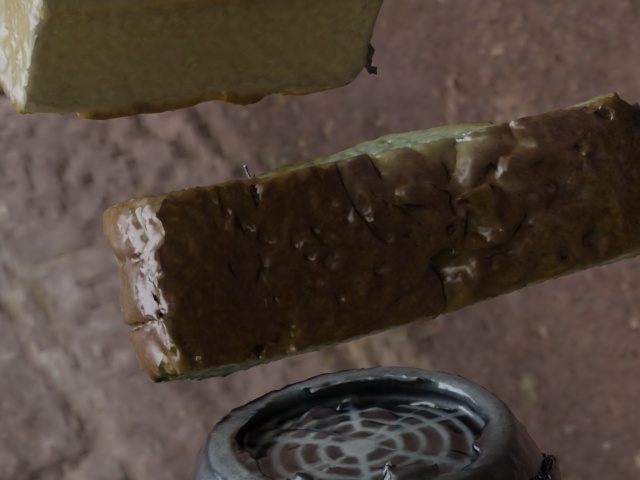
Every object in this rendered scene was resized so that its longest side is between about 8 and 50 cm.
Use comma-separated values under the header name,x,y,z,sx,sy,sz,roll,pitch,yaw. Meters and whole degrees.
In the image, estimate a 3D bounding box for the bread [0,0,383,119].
name,x,y,z,sx,sy,sz,roll,pitch,yaw
bread,-0.115,-0.244,1.280,0.279,0.279,0.207,58,147,35

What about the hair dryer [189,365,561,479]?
name,x,y,z,sx,sy,sz,roll,pitch,yaw
hair dryer,0.139,0.110,0.556,0.107,0.352,0.189,-132,33,-65

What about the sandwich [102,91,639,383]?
name,x,y,z,sx,sy,sz,roll,pitch,yaw
sandwich,0.001,0.005,0.944,0.254,0.288,0.100,-6,97,62
